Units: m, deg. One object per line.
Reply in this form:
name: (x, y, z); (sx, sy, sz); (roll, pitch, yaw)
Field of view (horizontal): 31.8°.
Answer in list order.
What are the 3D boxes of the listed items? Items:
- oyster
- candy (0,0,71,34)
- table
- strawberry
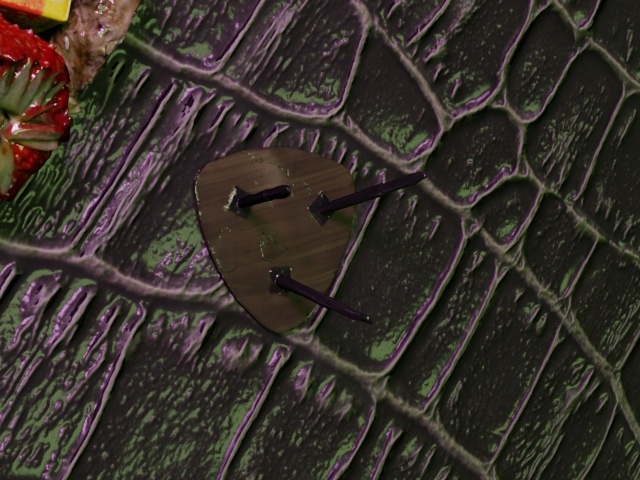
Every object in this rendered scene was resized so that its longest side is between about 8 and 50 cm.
oyster: (-0.329, -0.326, 1.620); (0.094, 0.166, 0.294); (27, 64, -27)
candy: (-0.485, -0.355, 1.502); (0.276, 0.146, 0.088); (10, 85, -35)
table: (0.000, 0.000, 1.766); (0.317, 0.249, 0.317); (0, 90, -34)
strawberry: (-0.482, -0.189, 1.480); (0.261, 0.257, 0.261); (-33, 138, -36)
